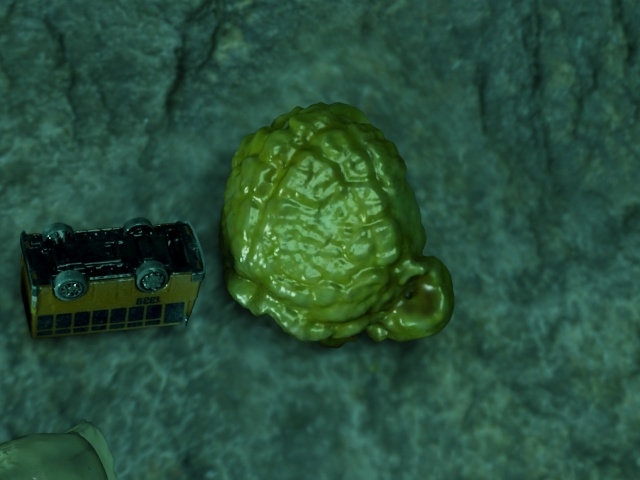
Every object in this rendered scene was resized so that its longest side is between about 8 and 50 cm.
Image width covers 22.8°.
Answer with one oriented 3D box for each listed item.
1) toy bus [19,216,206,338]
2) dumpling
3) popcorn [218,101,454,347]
[{"bbox_3d":[-0.218,0.042,1.659,0.182,0.103,0.091,-5,45,-18],"label":"toy bus"},{"bbox_3d":[-0.263,0.269,1.544,0.126,0.216,0.166,-19,94,-2],"label":"dumpling"},{"bbox_3d":[0.000,0.000,1.711,0.225,0.174,0.285,-25,92,-7],"label":"popcorn"}]
